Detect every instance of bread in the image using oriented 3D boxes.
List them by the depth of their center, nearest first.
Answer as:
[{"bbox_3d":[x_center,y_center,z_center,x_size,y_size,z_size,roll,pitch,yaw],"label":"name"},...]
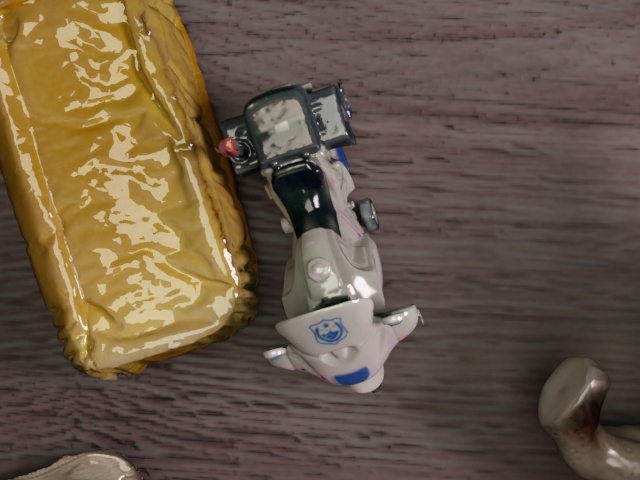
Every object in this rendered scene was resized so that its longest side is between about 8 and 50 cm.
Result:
[{"bbox_3d":[-0.142,-0.052,0.635,0.152,0.119,0.288,-18,90,1],"label":"bread"}]

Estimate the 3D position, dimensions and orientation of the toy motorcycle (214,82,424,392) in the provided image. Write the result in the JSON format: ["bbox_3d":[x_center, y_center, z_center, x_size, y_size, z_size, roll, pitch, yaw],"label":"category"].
[{"bbox_3d":[0.000,0.000,0.609,0.102,0.150,0.221,-18,88,11],"label":"toy motorcycle"}]

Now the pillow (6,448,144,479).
[{"bbox_3d":[-0.225,0.231,0.681,0.232,0.038,0.131,-15,90,5],"label":"pillow"}]

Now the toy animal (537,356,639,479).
[{"bbox_3d":[0.327,0.112,0.555,0.302,0.194,0.344,30,112,-19],"label":"toy animal"}]
